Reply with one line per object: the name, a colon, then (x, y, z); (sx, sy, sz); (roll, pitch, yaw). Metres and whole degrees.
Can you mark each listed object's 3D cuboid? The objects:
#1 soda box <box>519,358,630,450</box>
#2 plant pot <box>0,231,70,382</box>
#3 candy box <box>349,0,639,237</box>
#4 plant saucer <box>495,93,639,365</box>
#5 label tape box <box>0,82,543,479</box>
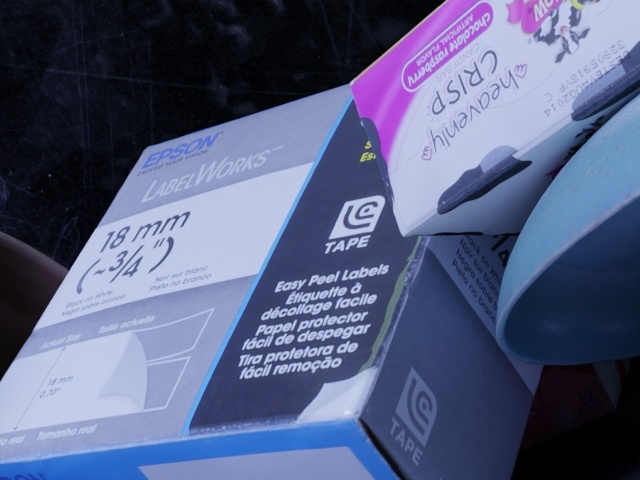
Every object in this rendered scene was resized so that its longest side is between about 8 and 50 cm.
soda box: (0.028, 0.093, 0.694); (0.263, 0.083, 0.092); (-26, 1, 20)
plant pot: (-0.235, 0.151, 0.795); (0.229, 0.263, 0.263); (-44, -4, 15)
candy box: (0.151, -0.065, 0.499); (0.233, 0.071, 0.159); (-1, -25, -42)
plant saucer: (0.206, -0.035, 0.458); (0.318, 0.043, 0.317); (-16, -20, -6)
label tape box: (0.000, 0.000, 0.632); (0.241, 0.106, 0.333); (-13, 37, 37)
